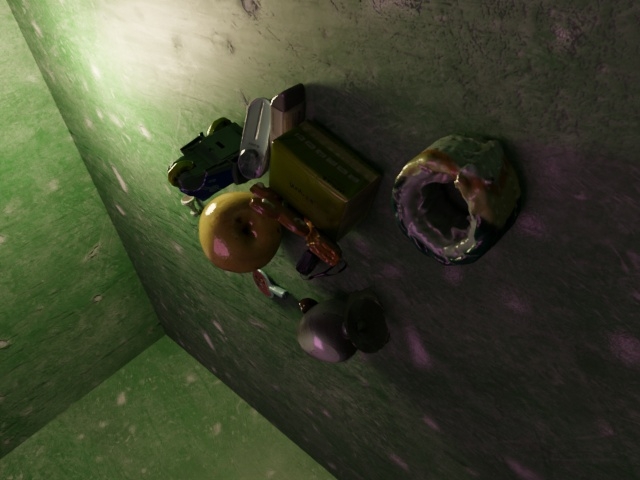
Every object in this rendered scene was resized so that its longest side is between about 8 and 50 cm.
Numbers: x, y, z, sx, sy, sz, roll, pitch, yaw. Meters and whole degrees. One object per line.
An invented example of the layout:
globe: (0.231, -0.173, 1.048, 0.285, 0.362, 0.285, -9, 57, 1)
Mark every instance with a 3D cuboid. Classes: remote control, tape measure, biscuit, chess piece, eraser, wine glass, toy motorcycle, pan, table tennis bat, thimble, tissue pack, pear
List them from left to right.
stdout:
chess piece: (-0.583, -0.155, 2.245, 0.067, 0.067, 0.103, 24, 148, 37)
toy motorcycle: (-0.354, -0.238, 1.615, 0.191, 0.326, 0.200, 41, 149, 18)
pear: (-0.291, -0.030, 1.784, 0.309, 0.309, 0.309, 32, 144, 28)
remote control: (-0.188, -0.307, 1.498, 0.104, 0.052, 0.247, 24, 108, 28)
table tennis bat: (-0.224, 0.201, 2.172, 0.244, 0.040, 0.153, 23, 138, 44)
biscuit: (-0.116, -0.118, 1.516, 0.216, 0.339, 0.047, 30, 106, -7)
eraser: (-0.099, -0.303, 1.449, 0.061, 0.089, 0.352, 38, 145, 25)
pan: (-0.004, 0.306, 1.932, 0.048, 0.128, 0.202, -37, 87, 15)
biscuit: (0.000, 0.000, 1.480, 0.094, 0.054, 0.378, 37, -175, -9)
tissue pack: (0.004, -0.166, 1.379, 0.275, 0.167, 0.200, 40, 148, 17)
tape measure: (0.006, 0.096, 1.731, 0.180, 0.107, 0.104, 18, 99, 16)
wine glass: (0.068, 0.308, 1.730, 0.323, 0.238, 0.238, -24, 103, 49)
thimble: (0.298, -0.092, 1.084, 0.254, 0.167, 0.288, 39, 147, 18)
